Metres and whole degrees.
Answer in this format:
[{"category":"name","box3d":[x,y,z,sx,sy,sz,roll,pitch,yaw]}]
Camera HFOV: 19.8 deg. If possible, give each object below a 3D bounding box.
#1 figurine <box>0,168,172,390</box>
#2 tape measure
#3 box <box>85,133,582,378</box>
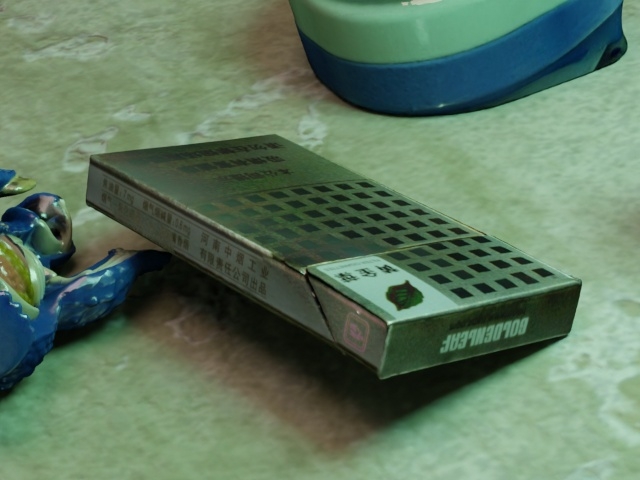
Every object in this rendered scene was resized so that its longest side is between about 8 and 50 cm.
[{"category":"figurine","box3d":[-0.231,0.033,1.280,0.164,0.120,0.262,31,23,12]},{"category":"tape measure","box3d":[0.101,-0.225,1.542,0.262,0.138,0.259,-23,35,-18]},{"category":"box","box3d":[0.001,0.000,1.266,0.180,0.047,0.325,-9,25,-41]}]
